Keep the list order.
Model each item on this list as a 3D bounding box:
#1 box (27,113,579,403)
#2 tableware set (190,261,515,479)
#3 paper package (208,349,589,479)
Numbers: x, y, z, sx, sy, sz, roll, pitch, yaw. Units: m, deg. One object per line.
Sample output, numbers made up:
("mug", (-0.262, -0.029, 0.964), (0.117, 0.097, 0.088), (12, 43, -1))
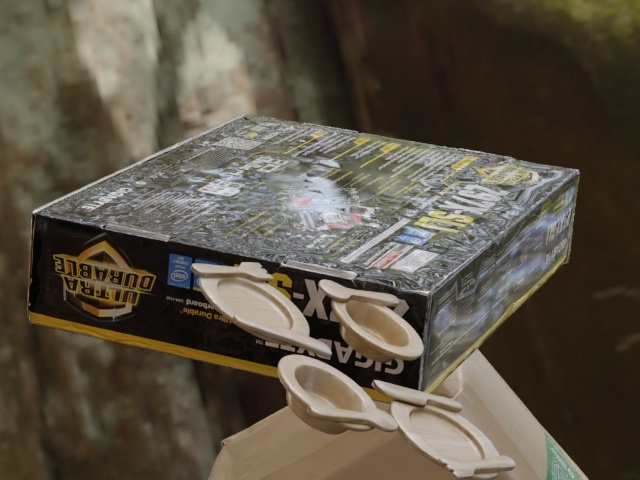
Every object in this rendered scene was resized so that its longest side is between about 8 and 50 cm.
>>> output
("box", (0.000, 0.000, 1.272), (0.322, 0.257, 0.079), (-34, 134, -64))
("tableware set", (0.017, 0.062, 0.988), (0.020, 0.141, 0.168), (-58, -138, 20))
("paper package", (0.100, 0.286, 1.949), (0.325, 0.309, 0.168), (51, 23, -21))
